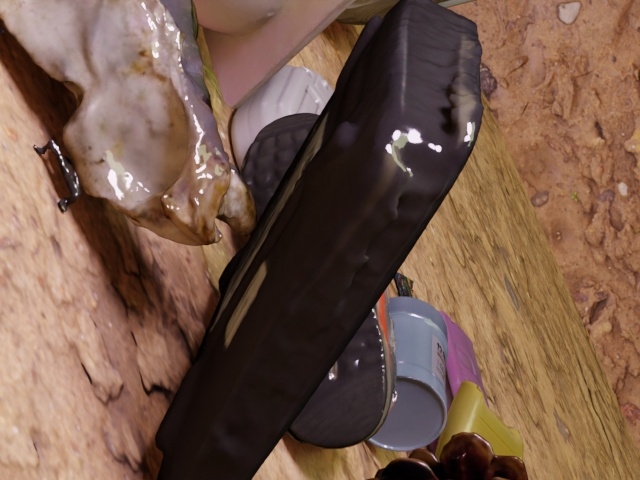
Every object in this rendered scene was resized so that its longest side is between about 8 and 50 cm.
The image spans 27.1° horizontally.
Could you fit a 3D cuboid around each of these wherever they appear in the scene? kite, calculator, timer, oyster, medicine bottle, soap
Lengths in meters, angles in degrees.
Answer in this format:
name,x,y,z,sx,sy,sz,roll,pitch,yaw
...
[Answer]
name,x,y,z,sx,sy,sz,roll,pitch,yaw
kite,0.116,0.075,1.772,0.090,0.004,0.122,57,19,-31
calculator,0.177,0.288,1.509,0.157,0.033,0.236,47,49,-37
timer,0.004,-0.060,1.454,0.262,0.087,0.237,59,19,-20
oyster,-0.158,-0.140,0.991,0.198,0.133,0.337,9,55,-62
medicine bottle,-0.081,-0.357,1.319,0.236,0.236,0.406,31,39,-64
soap,0.166,0.202,1.660,0.122,0.066,0.203,44,29,-53

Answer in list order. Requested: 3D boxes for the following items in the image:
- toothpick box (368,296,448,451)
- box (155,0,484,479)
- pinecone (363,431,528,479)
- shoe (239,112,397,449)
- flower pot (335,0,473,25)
name,x,y,z,sx,sy,sz,roll,pitch,yaw
toothpick box,0.087,0.142,1.431,0.101,0.101,0.153,59,20,-25
box,0.000,0.000,0.972,0.091,0.359,0.350,29,23,-6
pinecone,0.097,0.293,1.083,0.272,0.224,0.224,-45,114,-46
shoe,0.015,0.046,1.285,0.171,0.132,0.336,52,28,-66
flower pot,0.110,-0.399,1.919,0.367,0.254,0.164,-14,98,-75
